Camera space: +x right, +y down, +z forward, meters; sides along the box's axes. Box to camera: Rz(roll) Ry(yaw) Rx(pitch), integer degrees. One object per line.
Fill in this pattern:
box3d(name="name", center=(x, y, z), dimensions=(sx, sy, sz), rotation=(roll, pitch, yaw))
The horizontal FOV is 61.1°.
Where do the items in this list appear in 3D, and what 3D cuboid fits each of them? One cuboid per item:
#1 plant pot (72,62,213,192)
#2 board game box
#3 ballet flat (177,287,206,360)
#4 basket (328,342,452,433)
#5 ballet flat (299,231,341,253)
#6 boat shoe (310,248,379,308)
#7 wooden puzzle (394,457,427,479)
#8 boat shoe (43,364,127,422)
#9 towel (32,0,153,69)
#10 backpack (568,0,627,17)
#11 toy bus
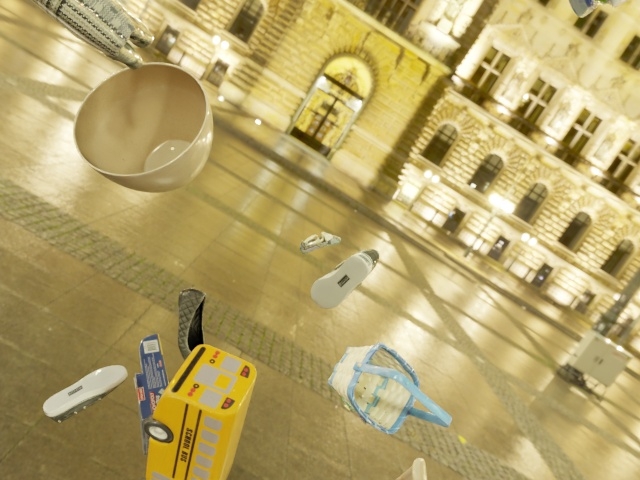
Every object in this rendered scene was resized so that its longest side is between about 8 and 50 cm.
box3d(name="plant pot", center=(-0.355, -0.215, 1.188), dimensions=(0.284, 0.284, 0.191), rotation=(36, -15, 21))
box3d(name="board game box", center=(-0.334, 0.324, 1.078), dimensions=(0.060, 0.194, 0.194), rotation=(-6, 40, -22))
box3d(name="ballet flat", center=(-0.242, 0.172, 1.041), dimensions=(0.049, 0.173, 0.057), rotation=(11, 25, 22))
box3d(name="basket", center=(0.184, 0.406, 1.464), dimensions=(0.255, 0.201, 0.289), rotation=(45, -30, -23))
box3d(name="ballet flat", center=(0.000, 0.000, 1.382), dimensions=(0.115, 0.041, 0.041), rotation=(-18, 32, -19))
box3d(name="boat shoe", center=(0.060, 0.090, 1.264), dimensions=(0.070, 0.219, 0.077), rotation=(-32, 84, -46))
box3d(name="wooden puzzle", center=(0.153, 0.644, 1.083), dimensions=(0.081, 0.347, 0.321), rotation=(4, 52, -6))
box3d(name="boat shoe", center=(-0.399, 0.263, 0.933), dimensions=(0.049, 0.142, 0.040), rotation=(46, -25, 46))
box3d(name="towel", center=(-0.303, -0.287, 0.521), dimensions=(0.312, 0.056, 0.324), rotation=(38, 6, -21))
box3d(name="backpack", center=(0.597, -0.623, 1.130), dimensions=(0.290, 0.274, 0.355), rotation=(57, 17, -35))
box3d(name="toy bus", center=(-0.201, 0.316, 0.867), dimensions=(0.130, 0.332, 0.108), rotation=(21, 36, 5))
